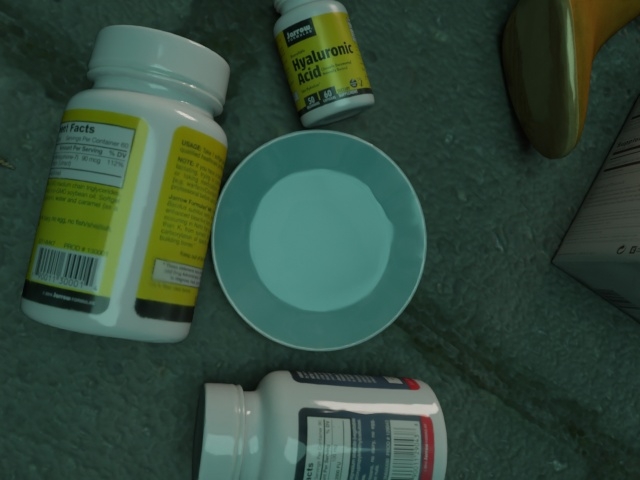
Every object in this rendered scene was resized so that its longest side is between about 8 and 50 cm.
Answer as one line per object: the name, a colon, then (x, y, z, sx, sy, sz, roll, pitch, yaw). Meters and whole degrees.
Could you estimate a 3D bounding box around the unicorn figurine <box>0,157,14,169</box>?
unicorn figurine: (-0.320, -0.090, 0.461, 0.111, 0.060, 0.161, -37, 97, -12)

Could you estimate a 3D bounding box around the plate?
plate: (0.000, 0.000, 0.560, 0.188, 0.024, 0.188, 1, 87, -15)

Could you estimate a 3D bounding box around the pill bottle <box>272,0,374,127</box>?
pill bottle: (-0.002, -0.158, 0.544, 0.065, 0.065, 0.116, -19, 92, -14)

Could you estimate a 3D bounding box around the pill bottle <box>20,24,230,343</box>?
pill bottle: (-0.134, -0.038, 0.478, 0.119, 0.119, 0.208, 13, 85, -14)

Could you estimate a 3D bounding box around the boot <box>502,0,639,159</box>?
boot: (0.277, -0.225, 0.599, 0.212, 0.104, 0.294, -5, 85, -14)

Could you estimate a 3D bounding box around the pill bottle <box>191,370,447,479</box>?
pill bottle: (-0.005, 0.157, 0.510, 0.180, 0.108, 0.107, 7, 86, -14)

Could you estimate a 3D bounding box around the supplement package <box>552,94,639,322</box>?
supplement package: (0.351, -0.049, 0.595, 0.139, 0.134, 0.244, 33, 81, -11)
